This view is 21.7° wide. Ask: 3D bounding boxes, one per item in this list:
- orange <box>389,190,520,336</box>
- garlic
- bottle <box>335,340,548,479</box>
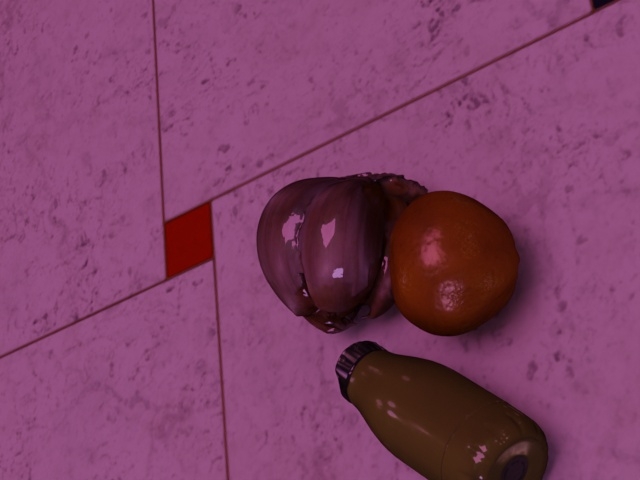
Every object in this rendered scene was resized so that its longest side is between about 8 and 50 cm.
[{"bbox_3d":[0.142,0.025,1.778,0.136,0.159,0.159,-2,63,-6],"label":"orange"},{"bbox_3d":[0.000,0.000,1.901,0.214,0.160,0.191,9,73,40],"label":"garlic"},{"bbox_3d":[0.116,0.185,1.750,0.260,0.112,0.112,30,93,45],"label":"bottle"}]
